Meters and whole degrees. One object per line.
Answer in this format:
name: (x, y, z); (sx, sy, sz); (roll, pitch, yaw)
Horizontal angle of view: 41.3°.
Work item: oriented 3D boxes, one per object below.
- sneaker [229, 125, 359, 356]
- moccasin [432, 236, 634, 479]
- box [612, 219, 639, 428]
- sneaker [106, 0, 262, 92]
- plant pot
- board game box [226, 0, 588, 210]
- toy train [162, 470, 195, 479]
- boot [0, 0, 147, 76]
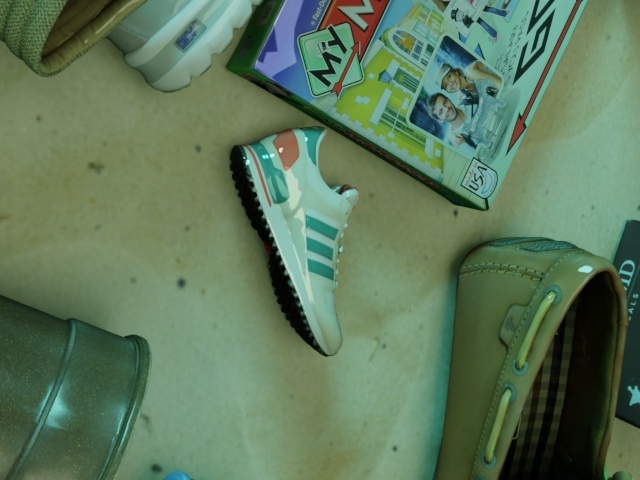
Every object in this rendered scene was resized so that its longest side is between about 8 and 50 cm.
sneaker: (0.000, 0.000, 0.570); (0.075, 0.057, 0.161); (-25, 108, -15)
moccasin: (0.173, 0.189, 0.646); (0.139, 0.147, 0.380); (2, 99, -28)
box: (0.351, 0.096, 0.687); (0.167, 0.203, 0.169); (17, 92, -29)
sneaker: (-0.047, -0.226, 0.474); (0.115, 0.105, 0.281); (34, 84, -28)
plant pot: (-0.202, 0.089, 0.434); (0.165, 0.167, 0.167); (31, 85, -21)
board game box: (0.098, -0.207, 0.587); (0.213, 0.046, 0.317); (27, 87, -30)
toy train: (-0.078, 0.221, 0.508); (0.080, 0.184, 0.105); (36, 94, -29)
boot: (-0.125, -0.200, 0.410); (0.165, 0.077, 0.213); (36, 88, 11)
